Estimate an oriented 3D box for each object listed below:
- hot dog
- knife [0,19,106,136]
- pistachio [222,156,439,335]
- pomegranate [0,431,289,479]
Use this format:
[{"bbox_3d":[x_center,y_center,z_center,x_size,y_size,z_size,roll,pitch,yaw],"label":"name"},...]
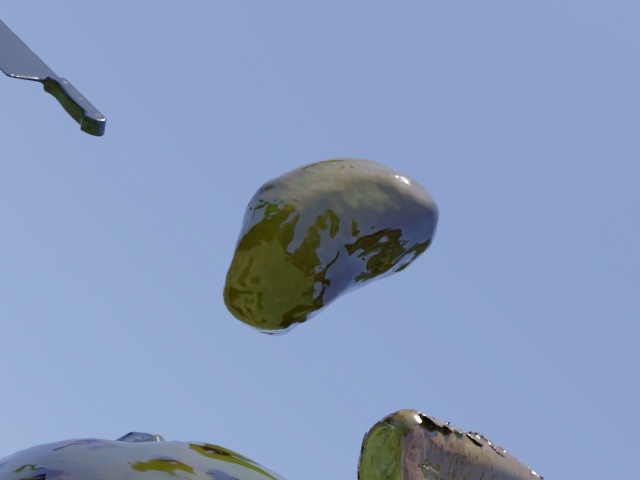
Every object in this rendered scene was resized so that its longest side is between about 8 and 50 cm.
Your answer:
[{"bbox_3d":[0.112,0.189,0.961,0.068,0.083,0.289,6,-19,37],"label":"hot dog"},{"bbox_3d":[-0.304,-0.176,1.367,0.245,0.072,0.019,42,-63,34],"label":"knife"},{"bbox_3d":[-0.002,-0.002,0.984,0.100,0.189,0.110,8,-57,58],"label":"pistachio"},{"bbox_3d":[-0.095,0.212,0.516,0.231,0.285,0.231,25,-5,2],"label":"pomegranate"}]
